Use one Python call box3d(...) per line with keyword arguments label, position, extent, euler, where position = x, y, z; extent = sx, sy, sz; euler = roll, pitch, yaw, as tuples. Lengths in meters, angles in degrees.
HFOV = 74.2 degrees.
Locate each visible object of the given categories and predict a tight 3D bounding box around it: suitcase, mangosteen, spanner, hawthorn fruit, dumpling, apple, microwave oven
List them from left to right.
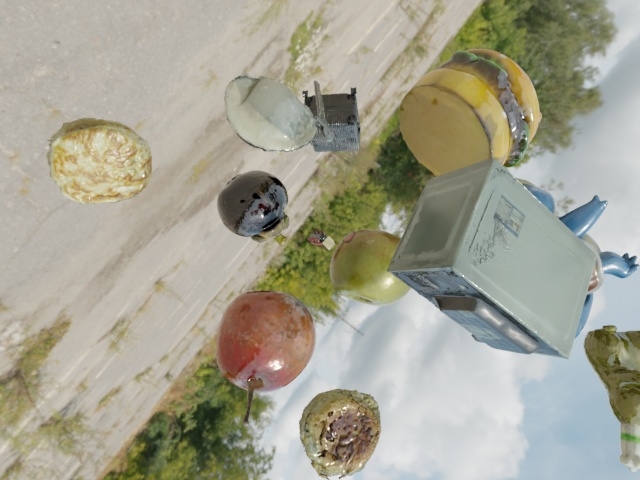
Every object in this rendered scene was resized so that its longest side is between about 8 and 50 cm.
box3d(label="hawthorn fruit", position=(-0.143, 0.237, 0.984), extent=(0.263, 0.231, 0.235), euler=(-35, 174, -22))
box3d(label="mangosteen", position=(-0.220, -0.104, 1.530), extent=(0.275, 0.302, 0.275), euler=(-35, -171, 6))
box3d(label="dumpling", position=(-0.130, -0.297, 1.044), extent=(0.172, 0.247, 0.142), euler=(-61, -175, -24))
box3d(label="spanner", position=(0.002, -0.445, 1.426), extent=(0.026, 0.093, 0.325), euler=(-30, -135, 28))
box3d(label="suitcase", position=(0.058, -0.507, 1.826), extent=(0.335, 0.230, 0.152), euler=(46, 45, -78))
box3d(label="apple", position=(0.149, 0.081, 1.204), extent=(0.261, 0.261, 0.193), euler=(127, -17, -72))
box3d(label="microwave oven", position=(0.299, 0.041, 0.751), extent=(0.181, 0.295, 0.237), euler=(-11, -132, 62))

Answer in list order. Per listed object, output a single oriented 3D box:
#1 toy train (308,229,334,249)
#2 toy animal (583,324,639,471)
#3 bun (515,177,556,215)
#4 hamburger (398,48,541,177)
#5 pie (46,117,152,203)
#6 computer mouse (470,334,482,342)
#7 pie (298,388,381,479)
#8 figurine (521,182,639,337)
box3d(label="toy train", position=(0.000, 0.000, 1.799), extent=(0.050, 0.087, 0.138), euler=(-50, -161, -16))
box3d(label="toy animal", position=(0.843, 0.400, 1.125), extent=(0.180, 0.181, 0.362), euler=(122, -32, -51))
box3d(label="bun", position=(0.681, -0.054, 1.574), extent=(0.227, 0.352, 0.348), euler=(-26, 146, -18))
box3d(label="hamburger", position=(0.462, -0.396, 1.328), extent=(0.278, 0.395, 0.396), euler=(-37, 175, -19))
box3d(label="pie", position=(-0.472, -0.171, 0.914), extent=(0.084, 0.205, 0.178), euler=(-119, -157, -51))
box3d(label="computer mouse", position=(0.809, 0.443, 1.984), extent=(0.113, 0.229, 0.068), euler=(118, -17, -58))
box3d(label="pie", position=(0.063, 0.622, 1.389), extent=(0.308, 0.308, 0.085), euler=(-52, -170, -23))
box3d(label="figurine", position=(0.603, 0.035, 1.084), extent=(0.243, 0.416, 0.298), euler=(-22, 179, -6))
